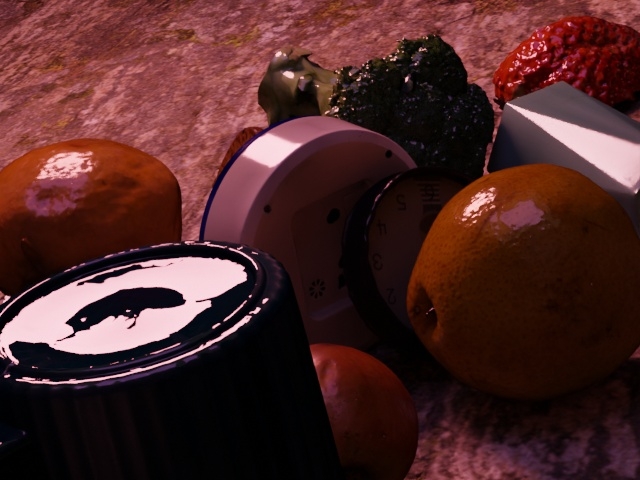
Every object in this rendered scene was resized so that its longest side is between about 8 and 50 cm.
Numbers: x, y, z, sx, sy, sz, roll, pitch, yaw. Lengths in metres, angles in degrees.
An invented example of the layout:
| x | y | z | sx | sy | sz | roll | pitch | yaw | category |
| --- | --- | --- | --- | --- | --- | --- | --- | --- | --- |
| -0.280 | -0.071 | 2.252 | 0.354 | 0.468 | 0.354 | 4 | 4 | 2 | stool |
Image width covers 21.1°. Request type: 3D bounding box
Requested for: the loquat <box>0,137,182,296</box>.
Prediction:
| x | y | z | sx | sy | sz | roll | pitch | yaw | category |
| --- | --- | --- | --- | --- | --- | --- | --- | --- | --- |
| -0.259 | -0.017 | 1.858 | 0.238 | 0.193 | 0.238 | -5 | 27 | 3 | loquat |

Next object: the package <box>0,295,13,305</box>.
| x | y | z | sx | sy | sz | roll | pitch | yaw | category |
| --- | --- | --- | --- | --- | --- | --- | --- | --- | --- |
| -0.283 | 0.099 | 1.679 | 0.232 | 0.040 | 0.166 | -6 | 29 | 0 | package |

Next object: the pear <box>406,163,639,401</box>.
| x | y | z | sx | sy | sz | roll | pitch | yaw | category |
| --- | --- | --- | --- | --- | --- | --- | --- | --- | --- |
| 0.174 | 0.041 | 1.477 | 0.209 | 0.208 | 0.209 | -11 | 22 | 5 | pear |

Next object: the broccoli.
| x | y | z | sx | sy | sz | roll | pitch | yaw | category |
| --- | --- | --- | --- | --- | --- | --- | --- | --- | --- |
| 0.050 | -0.116 | 1.827 | 0.270 | 0.270 | 0.270 | 36 | 45 | 22 | broccoli |

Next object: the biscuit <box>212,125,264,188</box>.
| x | y | z | sx | sy | sz | roll | pitch | yaw | category |
| --- | --- | --- | --- | --- | --- | --- | --- | --- | --- |
| -0.087 | -0.031 | 1.832 | 0.027 | 0.187 | 0.188 | 12 | 16 | -18 | biscuit |

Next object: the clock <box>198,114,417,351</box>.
| x | y | z | sx | sy | sz | roll | pitch | yaw | category |
| --- | --- | --- | --- | --- | --- | --- | --- | --- | --- |
| 0.000 | 0.000 | 1.627 | 0.230 | 0.230 | 0.083 | -27 | 30 | -30 | clock |

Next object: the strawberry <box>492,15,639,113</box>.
| x | y | z | sx | sy | sz | roll | pitch | yaw | category |
| --- | --- | --- | --- | --- | --- | --- | --- | --- | --- |
| 0.321 | -0.225 | 2.153 | 0.175 | 0.106 | 0.236 | 11 | 32 | 44 | strawberry |

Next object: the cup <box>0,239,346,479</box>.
| x | y | z | sx | sy | sz | roll | pitch | yaw | category |
| --- | --- | --- | --- | --- | --- | --- | --- | --- | --- |
| -0.129 | 0.179 | 1.188 | 0.308 | 0.292 | 0.242 | -15 | 23 | -9 | cup |

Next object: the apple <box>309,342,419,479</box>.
| x | y | z | sx | sy | sz | roll | pitch | yaw | category |
| --- | --- | --- | --- | --- | --- | --- | --- | --- | --- |
| 0.005 | 0.150 | 1.378 | 0.146 | 0.146 | 0.146 | -11 | 22 | 5 | apple |

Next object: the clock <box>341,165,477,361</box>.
| x | y | z | sx | sy | sz | roll | pitch | yaw | category |
| --- | --- | --- | --- | --- | --- | --- | --- | --- | --- |
| 0.108 | 0.019 | 1.587 | 0.184 | 0.184 | 0.040 | -27 | 0 | -31 | clock |

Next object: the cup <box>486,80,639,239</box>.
| x | y | z | sx | sy | sz | roll | pitch | yaw | category |
| --- | --- | --- | --- | --- | --- | --- | --- | --- | --- |
| 0.293 | -0.066 | 1.774 | 0.134 | 0.148 | 0.236 | 6 | 16 | -29 | cup |
